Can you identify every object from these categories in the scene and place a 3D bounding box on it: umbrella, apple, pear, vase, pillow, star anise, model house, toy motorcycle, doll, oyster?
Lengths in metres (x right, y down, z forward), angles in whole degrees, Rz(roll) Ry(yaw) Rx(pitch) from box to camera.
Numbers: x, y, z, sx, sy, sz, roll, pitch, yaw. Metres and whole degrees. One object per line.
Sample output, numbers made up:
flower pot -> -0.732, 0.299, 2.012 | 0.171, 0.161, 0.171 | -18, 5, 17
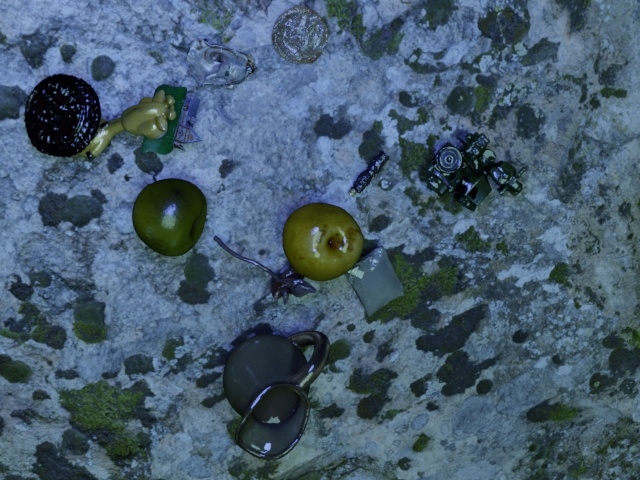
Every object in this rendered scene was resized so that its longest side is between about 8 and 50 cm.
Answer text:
umbrella -> 0.126, -0.173, 1.765 | 0.037, 0.040, 0.144 | 35, 101, -31
apple -> -0.363, -0.059, 1.616 | 0.156, 0.196, 0.197 | 16, 108, 2
pear -> 0.000, 0.000, 1.717 | 0.208, 0.209, 0.209 | -5, 112, -11
vase -> -0.102, 0.367, 1.779 | 0.329, 0.302, 0.241 | -44, 113, 5
pillow -> 0.150, 0.115, 1.862 | 0.134, 0.078, 0.181 | -28, 116, -2
star anise -> -0.136, 0.053, 1.758 | 0.227, 0.218, 0.148 | 54, 50, -38
model house -> -0.339, -0.274, 1.590 | 0.088, 0.117, 0.167 | 15, 85, -54
toy motorcycle -> 0.407, -0.169, 1.786 | 0.275, 0.127, 0.205 | 41, 95, -20
doll -> -0.455, -0.260, 1.536 | 0.291, 0.086, 0.117 | -17, 73, 15
oyster -> -0.232, -0.405, 1.582 | 0.165, 0.053, 0.109 | 10, 90, -10

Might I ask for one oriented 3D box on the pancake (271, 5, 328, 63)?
pancake -> -0.049, -0.489, 1.607 | 0.139, 0.022, 0.140 | -4, 112, -11

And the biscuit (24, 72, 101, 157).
biscuit -> -0.577, -0.279, 1.501 | 0.194, 0.053, 0.195 | -1, 87, 21
